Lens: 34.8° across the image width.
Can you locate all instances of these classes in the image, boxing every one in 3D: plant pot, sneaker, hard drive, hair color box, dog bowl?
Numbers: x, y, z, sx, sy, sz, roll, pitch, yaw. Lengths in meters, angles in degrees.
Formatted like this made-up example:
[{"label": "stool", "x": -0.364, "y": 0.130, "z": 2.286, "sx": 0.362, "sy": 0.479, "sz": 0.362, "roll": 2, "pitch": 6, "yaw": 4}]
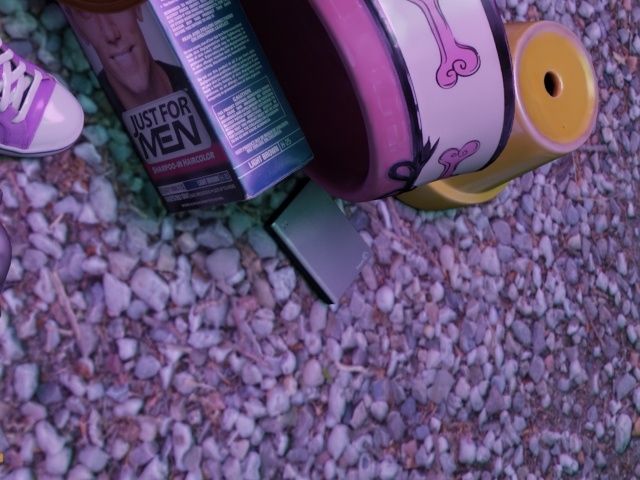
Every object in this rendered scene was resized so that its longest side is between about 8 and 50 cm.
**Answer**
[{"label": "plant pot", "x": 0.214, "y": -0.176, "z": 1.319, "sx": 0.254, "sy": 0.239, "sz": 0.253, "roll": 5, "pitch": 81, "yaw": -38}, {"label": "sneaker", "x": -0.326, "y": -0.164, "z": 0.949, "sx": 0.282, "sy": 0.161, "sz": 0.102, "roll": 26, "pitch": 69, "yaw": -34}, {"label": "hard drive", "x": 0.000, "y": 0.000, "z": 1.270, "sx": 0.135, "sy": 0.022, "sz": 0.094, "roll": 52, "pitch": 58, "yaw": -22}, {"label": "hair color box", "x": -0.162, "y": -0.207, "z": 1.071, "sx": 0.105, "sy": 0.174, "sz": 0.347, "roll": -35, "pitch": 106, "yaw": -34}, {"label": "dog bowl", "x": 0.018, "y": -0.219, "z": 1.092, "sx": 0.150, "sy": 0.408, "sz": 0.407, "roll": -31, "pitch": 105, "yaw": -17}]

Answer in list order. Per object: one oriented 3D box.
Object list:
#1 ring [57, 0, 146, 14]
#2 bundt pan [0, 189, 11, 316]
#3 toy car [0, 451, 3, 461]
[{"label": "ring", "x": -0.250, "y": -0.361, "z": 0.915, "sx": 0.032, "sy": 0.337, "sz": 0.336, "roll": -42, "pitch": 110, "yaw": -40}, {"label": "bundt pan", "x": -0.412, "y": 0.007, "z": 0.862, "sx": 0.331, "sy": 0.124, "sz": 0.330, "roll": 8, "pitch": 75, "yaw": -33}, {"label": "toy car", "x": -0.350, "y": 0.174, "z": 0.969, "sx": 0.122, "sy": 0.041, "sz": 0.060, "roll": 23, "pitch": 72, "yaw": -33}]
